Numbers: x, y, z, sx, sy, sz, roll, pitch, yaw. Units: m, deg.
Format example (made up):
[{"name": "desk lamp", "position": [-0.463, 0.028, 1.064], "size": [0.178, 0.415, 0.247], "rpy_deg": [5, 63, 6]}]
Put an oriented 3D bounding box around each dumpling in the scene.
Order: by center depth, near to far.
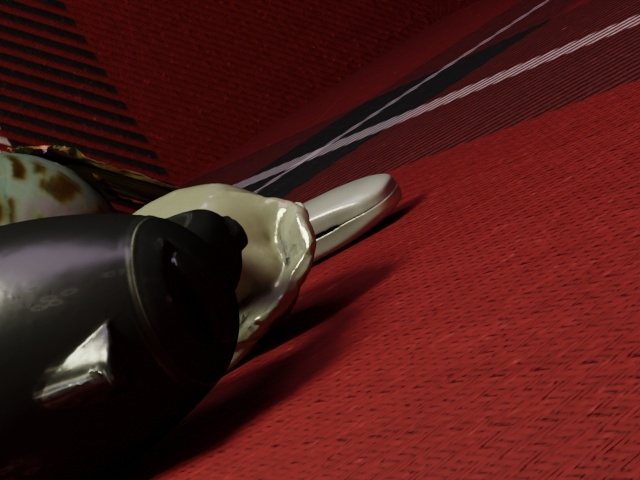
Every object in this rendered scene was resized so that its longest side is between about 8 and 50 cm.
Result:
[{"name": "dumpling", "position": [-0.096, 0.036, 1.477], "size": [0.250, 0.162, 0.132], "rpy_deg": [-11, -18, 39]}]

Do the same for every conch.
[{"name": "conch", "position": [-0.315, 0.014, 2.077], "size": [0.197, 0.249, 0.368], "rpy_deg": [-15, 10, -21]}]

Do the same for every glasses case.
[{"name": "glasses case", "position": [-0.013, -0.006, 1.732], "size": [0.197, 0.049, 0.076], "rpy_deg": [-27, 11, 22]}]

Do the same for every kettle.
[{"name": "kettle", "position": [-0.184, 0.065, 1.304], "size": [0.290, 0.207, 0.268], "rpy_deg": [-25, 16, 20]}]

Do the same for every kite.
[{"name": "kite", "position": [-0.200, -0.050, 2.132], "size": [0.377, 0.327, 0.013], "rpy_deg": [7, 76, 44]}]
